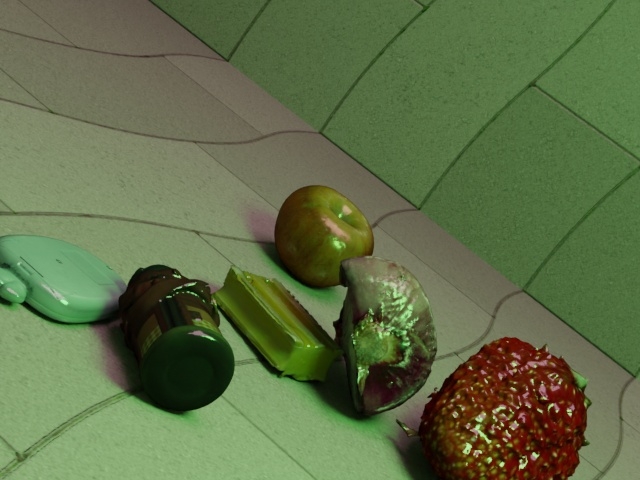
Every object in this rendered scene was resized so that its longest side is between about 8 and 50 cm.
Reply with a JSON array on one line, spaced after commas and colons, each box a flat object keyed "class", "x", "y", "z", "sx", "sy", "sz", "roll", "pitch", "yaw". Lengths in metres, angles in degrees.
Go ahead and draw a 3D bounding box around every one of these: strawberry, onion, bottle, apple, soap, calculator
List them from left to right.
[{"class": "calculator", "x": -0.386, "y": 0.053, "z": 1.884, "sx": 0.184, "sy": 0.042, "sz": 0.295, "roll": 39, "pitch": 14, "yaw": 17}, {"class": "bottle", "x": -0.207, "y": 0.121, "z": 1.863, "sx": 0.156, "sy": 0.143, "sz": 0.271, "roll": 27, "pitch": 15, "yaw": -28}, {"class": "soap", "x": -0.075, "y": 0.143, "z": 2.208, "sx": 0.135, "sy": 0.076, "sz": 0.233, "roll": 20, "pitch": 20, "yaw": -46}, {"class": "apple", "x": 0.000, "y": 0.000, "z": 2.649, "sx": 0.210, "sy": 0.173, "sz": 0.235, "roll": 36, "pitch": 23, "yaw": -10}, {"class": "onion", "x": 0.112, "y": 0.156, "z": 2.233, "sx": 0.159, "sy": 0.267, "sz": 0.349, "roll": -3, "pitch": 1, "yaw": -4}, {"class": "strawberry", "x": 0.280, "y": 0.304, "z": 2.166, "sx": 0.343, "sy": 0.292, "sz": 0.292, "roll": 0, "pitch": 34, "yaw": -41}]
